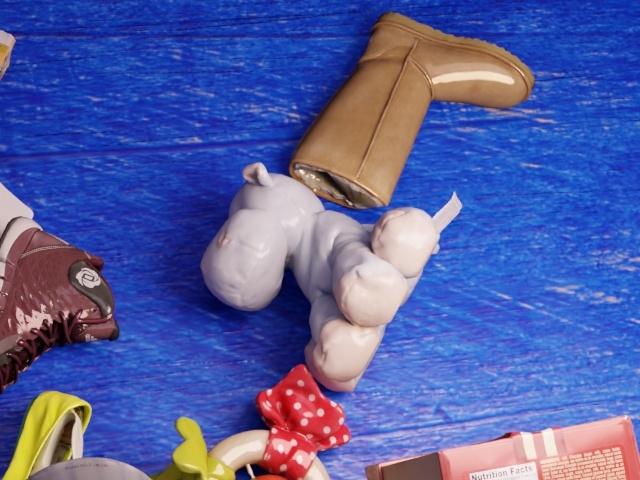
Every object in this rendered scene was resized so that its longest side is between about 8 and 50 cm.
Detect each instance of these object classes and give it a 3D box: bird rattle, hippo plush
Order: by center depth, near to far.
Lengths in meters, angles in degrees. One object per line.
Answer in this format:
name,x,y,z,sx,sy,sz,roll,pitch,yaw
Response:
bird rattle,-0.067,0.267,1.881,0.253,0.143,0.207,-15,75,-35
hippo plush,0.000,0.000,1.961,0.236,0.234,0.294,30,58,5

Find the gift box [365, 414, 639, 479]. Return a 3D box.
gift box,0.191,0.338,1.797,0.255,0.258,0.276,-3,80,-17

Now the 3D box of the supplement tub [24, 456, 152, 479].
supplement tub,-0.207,0.359,1.643,0.193,0.194,0.316,-4,24,-15

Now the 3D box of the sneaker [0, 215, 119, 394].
sneaker,-0.310,0.108,1.905,0.162,0.106,0.281,19,57,-5

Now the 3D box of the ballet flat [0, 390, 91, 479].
ballet flat,-0.299,0.259,1.824,0.077,0.077,0.231,0,52,21

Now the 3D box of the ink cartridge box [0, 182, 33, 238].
ink cartridge box,-0.506,-0.014,1.921,0.207,0.119,0.353,39,59,12

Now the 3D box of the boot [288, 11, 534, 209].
boot,0.118,-0.143,2.166,0.236,0.089,0.270,20,57,12

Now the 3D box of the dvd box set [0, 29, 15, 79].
dvd box set,-0.536,-0.136,1.858,0.307,0.062,0.420,22,43,-7
